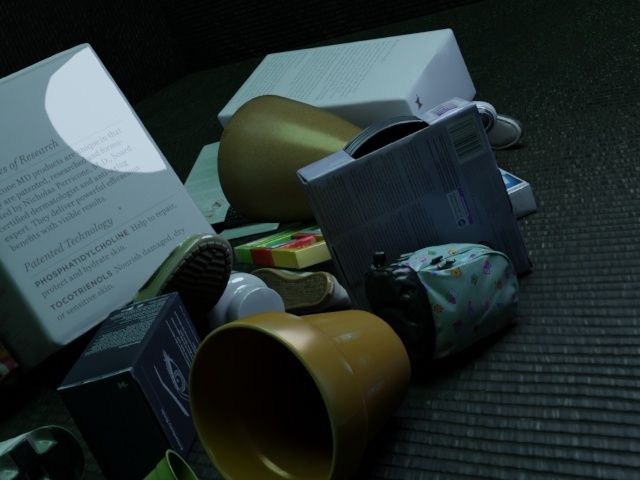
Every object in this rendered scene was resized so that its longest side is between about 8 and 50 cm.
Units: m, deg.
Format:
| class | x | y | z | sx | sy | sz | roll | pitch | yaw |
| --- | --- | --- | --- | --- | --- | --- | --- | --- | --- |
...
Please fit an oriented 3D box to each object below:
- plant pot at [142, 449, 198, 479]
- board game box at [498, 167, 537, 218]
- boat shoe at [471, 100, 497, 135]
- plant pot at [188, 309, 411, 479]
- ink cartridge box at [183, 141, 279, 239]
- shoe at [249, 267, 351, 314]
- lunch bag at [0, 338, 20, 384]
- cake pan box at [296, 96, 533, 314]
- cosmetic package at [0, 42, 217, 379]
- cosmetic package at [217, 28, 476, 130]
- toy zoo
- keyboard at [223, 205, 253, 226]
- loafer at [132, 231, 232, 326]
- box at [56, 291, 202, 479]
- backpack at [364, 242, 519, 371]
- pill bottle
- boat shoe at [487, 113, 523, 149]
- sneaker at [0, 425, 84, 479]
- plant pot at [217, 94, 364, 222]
| class | x | y | z | sx | sy | sz | roll | pitch | yaw |
| --- | --- | --- | --- | --- | --- | --- | --- | --- | --- |
| plant pot | -0.176 | 0.286 | 1.092 | 0.079 | 0.083 | 0.083 | -35 | 20 | -1 |
| board game box | 0.206 | -0.070 | 1.651 | 0.193 | 0.053 | 0.305 | -23 | 19 | -5 |
| boat shoe | 0.200 | -0.172 | 1.734 | 0.229 | 0.080 | 0.076 | -18 | 25 | 12 |
| plant pot | -0.006 | 0.162 | 1.082 | 0.205 | 0.205 | 0.188 | -5 | 9 | 40 |
| ink cartridge box | -0.160 | -0.097 | 2.132 | 0.308 | 0.091 | 0.385 | -12 | 38 | 25 |
| shoe | -0.041 | 0.083 | 1.517 | 0.058 | 0.076 | 0.219 | 17 | -12 | -40 |
| lunch bag | -0.643 | 0.254 | 1.566 | 0.258 | 0.120 | 0.293 | -30 | 3 | 45 |
| cake pan box | 0.124 | -0.029 | 1.310 | 0.246 | 0.266 | 0.070 | -27 | 22 | -7 |
| cosmetic package | -0.443 | -0.039 | 1.633 | 0.327 | 0.393 | 0.329 | -35 | 1 | -31 |
| cosmetic package | 0.049 | -0.269 | 1.977 | 0.453 | 0.161 | 0.230 | 0 | 43 | 37 |
| toy zoo | 0.000 | 0.000 | 1.621 | 0.192 | 0.030 | 0.293 | -19 | 9 | -25 |
| keyboard | -0.105 | -0.084 | 1.964 | 0.192 | 0.038 | 0.100 | -10 | 41 | 25 |
| loafer | -0.221 | 0.089 | 1.423 | 0.268 | 0.102 | 0.092 | -56 | 41 | 17 |
| box | -0.227 | 0.186 | 1.285 | 0.108 | 0.153 | 0.207 | -17 | 19 | 16 |
| backpack | 0.153 | 0.074 | 1.222 | 0.182 | 0.151 | 0.115 | -20 | 20 | -34 |
| pill bottle | -0.138 | 0.098 | 1.493 | 0.108 | 0.108 | 0.193 | -33 | 22 | -28 |
| boat shoe | 0.321 | -0.217 | 1.892 | 0.065 | 0.075 | 0.206 | -34 | 18 | -24 |
| sneaker | -0.442 | 0.344 | 1.179 | 0.146 | 0.122 | 0.330 | -15 | 13 | 45 |
| plant pot | -0.009 | -0.134 | 1.743 | 0.254 | 0.237 | 0.237 | 10 | 36 | 45 |
